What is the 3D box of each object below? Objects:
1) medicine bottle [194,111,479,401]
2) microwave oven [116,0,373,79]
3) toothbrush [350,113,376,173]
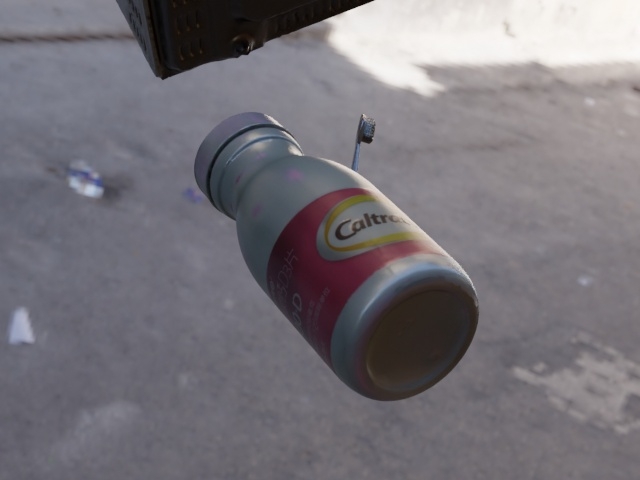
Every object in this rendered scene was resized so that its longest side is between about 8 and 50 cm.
[{"bbox_3d":[0.000,0.000,0.841,0.090,0.090,0.216,0,30,-34],"label":"medicine bottle"},{"bbox_3d":[-0.003,-0.310,1.077,0.355,0.286,0.218,-22,60,-13],"label":"microwave oven"},{"bbox_3d":[0.029,-0.041,1.308,0.017,0.014,0.194,18,53,-7],"label":"toothbrush"}]
